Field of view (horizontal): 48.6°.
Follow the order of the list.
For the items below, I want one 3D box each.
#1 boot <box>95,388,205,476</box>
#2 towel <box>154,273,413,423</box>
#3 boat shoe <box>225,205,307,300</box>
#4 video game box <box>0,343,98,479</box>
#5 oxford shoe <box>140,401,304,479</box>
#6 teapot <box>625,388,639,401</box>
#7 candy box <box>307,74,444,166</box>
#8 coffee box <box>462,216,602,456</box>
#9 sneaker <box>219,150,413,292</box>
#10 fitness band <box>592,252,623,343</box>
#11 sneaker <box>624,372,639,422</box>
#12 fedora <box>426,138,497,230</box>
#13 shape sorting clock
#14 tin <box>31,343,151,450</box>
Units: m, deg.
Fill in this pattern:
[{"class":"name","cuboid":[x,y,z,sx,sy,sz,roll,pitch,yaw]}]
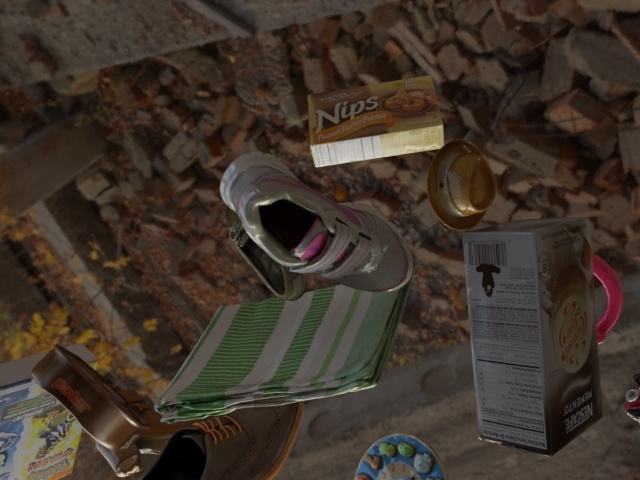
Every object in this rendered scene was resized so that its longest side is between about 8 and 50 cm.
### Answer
[{"class":"boot","cuboid":[-0.291,0.311,1.223,0.152,0.197,0.073,42,130,43]},{"class":"towel","cuboid":[-0.047,0.135,0.963,0.324,0.248,0.038,-15,115,26]},{"class":"boat shoe","cuboid":[-0.073,0.008,0.869,0.056,0.048,0.153,-36,74,15]},{"class":"video game box","cuboid":[-0.379,0.233,0.850,0.048,0.205,0.187,33,114,29]},{"class":"oxford shoe","cuboid":[-0.148,0.323,1.090,0.130,0.363,0.133,21,133,28]},{"class":"teapot","cuboid":[0.836,0.355,1.596,0.252,0.256,0.187,-16,89,24]},{"class":"candy box","cuboid":[0.131,-0.292,1.733,0.316,0.183,0.088,-8,141,6]},{"class":"coffee box","cuboid":[0.251,0.103,0.832,0.098,0.141,0.247,0,98,45]},{"class":"sneaker","cuboid":[0.000,0.000,0.805,0.252,0.111,0.103,26,109,-18]},{"class":"fitness band","cuboid":[0.464,0.132,1.443,0.290,0.054,0.209,-29,87,35]},{"class":"sneaker","cuboid":[0.380,0.156,0.785,0.057,0.047,0.119,28,101,14]},{"class":"fedora","cuboid":[0.312,-0.118,1.483,0.079,0.194,0.194,1,128,58]},{"class":"shape sorting clock","cuboid":[0.134,0.437,1.215,0.206,0.206,0.040,4,168,42]},{"class":"tin","cuboid":[-0.211,0.148,0.660,0.106,0.040,0.190,46,164,6]}]
